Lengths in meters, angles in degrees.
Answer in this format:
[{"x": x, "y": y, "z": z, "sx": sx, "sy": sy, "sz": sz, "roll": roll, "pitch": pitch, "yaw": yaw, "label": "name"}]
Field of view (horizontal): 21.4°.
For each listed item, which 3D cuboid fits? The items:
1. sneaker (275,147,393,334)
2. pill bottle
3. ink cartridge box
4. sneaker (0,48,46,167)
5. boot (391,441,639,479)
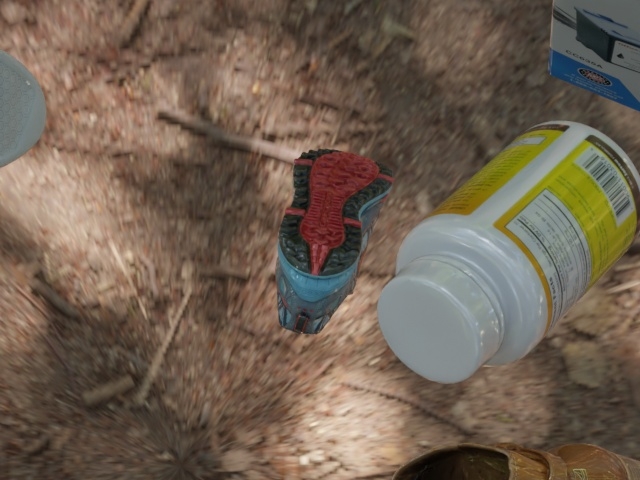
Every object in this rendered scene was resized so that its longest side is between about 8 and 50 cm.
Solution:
[{"x": 0.000, "y": 0.000, "z": 1.725, "sx": 0.104, "sy": 0.262, "sz": 0.125, "roll": 18, "pitch": 123, "yaw": 6, "label": "sneaker"}, {"x": 0.133, "y": 0.009, "z": 1.193, "sx": 0.117, "sy": 0.117, "sz": 0.215, "roll": 49, "pitch": 49, "yaw": 3, "label": "pill bottle"}, {"x": 0.204, "y": -0.133, "z": 0.937, "sx": 0.139, "sy": 0.191, "sz": 0.082, "roll": 24, "pitch": 79, "yaw": 13, "label": "ink cartridge box"}, {"x": -0.343, "y": -0.098, "z": 1.189, "sx": 0.295, "sy": 0.147, "sz": 0.105, "roll": -6, "pitch": 101, "yaw": -45, "label": "sneaker"}, {"x": 0.094, "y": 0.160, "z": 1.027, "sx": 0.152, "sy": 0.197, "sz": 0.073, "roll": 14, "pitch": 58, "yaw": -42, "label": "boot"}]
